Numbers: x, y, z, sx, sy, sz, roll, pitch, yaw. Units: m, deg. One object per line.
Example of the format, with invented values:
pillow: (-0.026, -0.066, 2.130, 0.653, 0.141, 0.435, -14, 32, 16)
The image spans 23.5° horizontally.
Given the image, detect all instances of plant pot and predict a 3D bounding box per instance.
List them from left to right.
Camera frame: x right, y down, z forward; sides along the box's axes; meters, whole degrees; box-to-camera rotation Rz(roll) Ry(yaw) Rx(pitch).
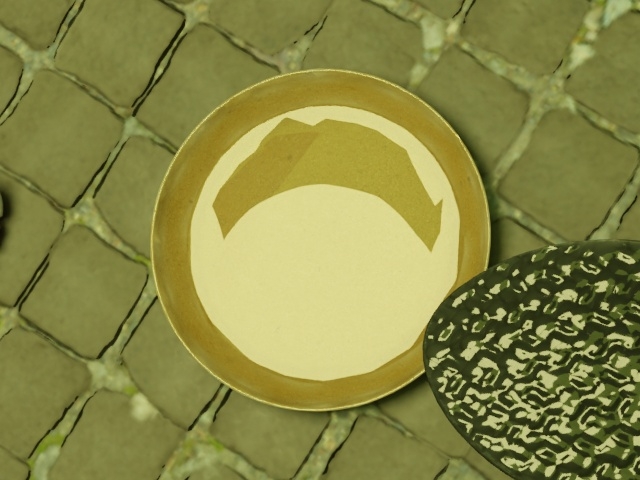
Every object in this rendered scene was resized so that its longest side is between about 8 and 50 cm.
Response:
plant pot: (0.000, 0.000, 1.059, 0.236, 0.032, 0.236, -2, 81, 10)

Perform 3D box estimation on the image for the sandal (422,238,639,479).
sandal: (0.288, 0.084, 0.949, 0.445, 0.107, 0.168, -3, 75, 10)

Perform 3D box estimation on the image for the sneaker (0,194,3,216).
sneaker: (-0.301, 0.045, 1.093, 0.083, 0.084, 0.215, 19, 82, 26)
